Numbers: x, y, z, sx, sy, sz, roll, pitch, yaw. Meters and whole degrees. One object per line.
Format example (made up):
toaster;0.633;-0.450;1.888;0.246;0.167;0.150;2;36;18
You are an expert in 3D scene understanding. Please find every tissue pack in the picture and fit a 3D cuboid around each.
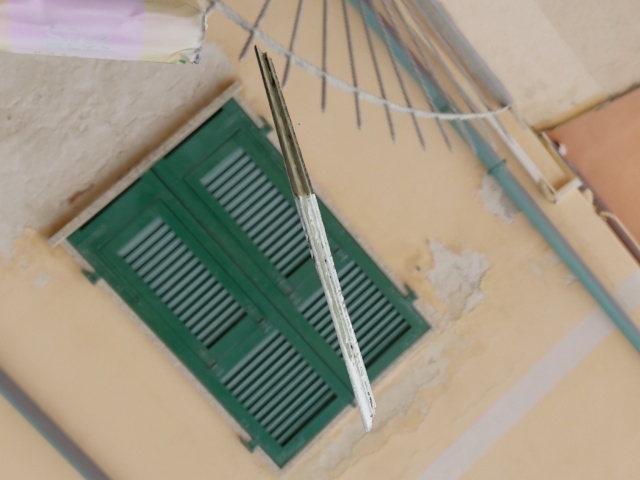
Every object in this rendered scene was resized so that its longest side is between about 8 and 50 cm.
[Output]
tissue pack;-0.259;-0.297;0.724;0.256;0.215;0.123;-2;161;-19

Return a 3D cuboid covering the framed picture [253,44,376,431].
framed picture;0.000;0.000;0.621;0.019;0.296;0.232;-16;-137;0
